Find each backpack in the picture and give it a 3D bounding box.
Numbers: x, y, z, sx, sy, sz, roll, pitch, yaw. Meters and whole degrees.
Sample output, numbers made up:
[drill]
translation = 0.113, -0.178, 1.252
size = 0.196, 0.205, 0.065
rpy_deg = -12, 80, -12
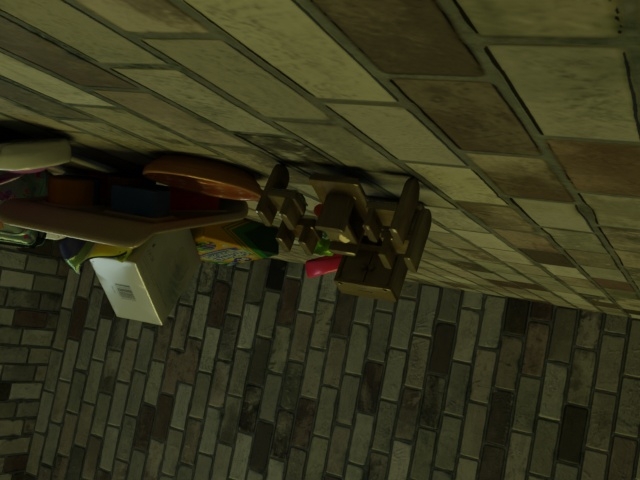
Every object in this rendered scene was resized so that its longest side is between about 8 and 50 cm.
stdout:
[backpack]
translation = -0.626, -0.090, 1.552
size = 0.166, 0.188, 0.144
rpy_deg = 9, 170, -5

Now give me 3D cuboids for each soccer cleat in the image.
[soccer cleat]
translation = -0.435, -0.019, 1.736
size = 0.289, 0.121, 0.093
rpy_deg = -25, -174, -14

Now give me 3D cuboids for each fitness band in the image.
[fitness band]
translation = 0.100, 0.051, 1.931
size = 0.291, 0.054, 0.209
rpy_deg = -10, -179, -39

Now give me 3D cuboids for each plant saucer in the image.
[plant saucer]
translation = -0.191, -0.104, 1.285
size = 0.200, 0.037, 0.200
rpy_deg = 10, 175, 1

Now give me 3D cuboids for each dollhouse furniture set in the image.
[dollhouse furniture set]
translation = 0.063, -0.040, 1.160
size = 0.212, 0.161, 0.242
rpy_deg = 8, 152, 26

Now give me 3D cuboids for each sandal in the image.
[sandal]
translation = -0.570, -0.116, 1.335
size = 0.169, 0.102, 0.416
rpy_deg = -14, -168, -41

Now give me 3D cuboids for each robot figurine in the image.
[robot figurine]
translation = 0.000, 0.000, 1.889
size = 0.115, 0.067, 0.101
rpy_deg = 10, 168, 2

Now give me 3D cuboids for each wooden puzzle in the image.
[wooden puzzle]
translation = -0.349, -0.076, 1.432
size = 0.322, 0.080, 0.348
rpy_deg = 10, -165, 24

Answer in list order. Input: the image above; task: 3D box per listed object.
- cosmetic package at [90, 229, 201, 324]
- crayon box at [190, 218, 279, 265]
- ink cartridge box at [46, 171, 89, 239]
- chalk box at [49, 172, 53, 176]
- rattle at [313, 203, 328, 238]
[cosmetic package]
translation = -0.418, 0.043, 1.893
size = 0.138, 0.225, 0.224
rpy_deg = 8, 137, 19
[crayon box]
translation = -0.295, -0.008, 2.093
size = 0.203, 0.083, 0.323
rpy_deg = -13, 160, 40
[ink cartridge box]
translation = -0.501, -0.067, 1.680
size = 0.224, 0.056, 0.181
rpy_deg = 11, -140, 14
[chalk box]
translation = -0.755, -0.119, 1.797
size = 0.213, 0.132, 0.132
rpy_deg = 16, 173, -40
[rattle]
translation = 0.092, -0.019, 1.492
size = 0.142, 0.130, 0.200
rpy_deg = -3, 143, 25
